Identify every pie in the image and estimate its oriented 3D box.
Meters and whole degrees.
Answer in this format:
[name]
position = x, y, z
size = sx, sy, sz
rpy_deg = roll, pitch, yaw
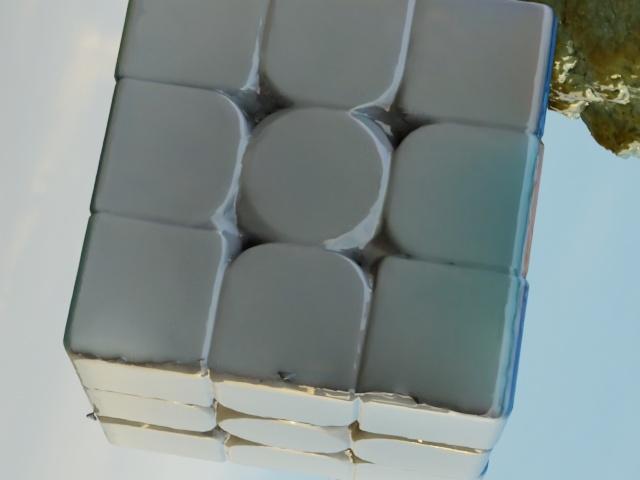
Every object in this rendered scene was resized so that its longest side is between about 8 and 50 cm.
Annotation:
[pie]
position = 0.202, -0.195, 1.453
size = 0.274, 0.105, 0.257
rpy_deg = 42, -42, 33

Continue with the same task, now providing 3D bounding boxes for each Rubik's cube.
[Rubik's cube]
position = 0.000, 0.000, 1.396
size = 0.291, 0.291, 0.290
rpy_deg = 85, 14, -73
